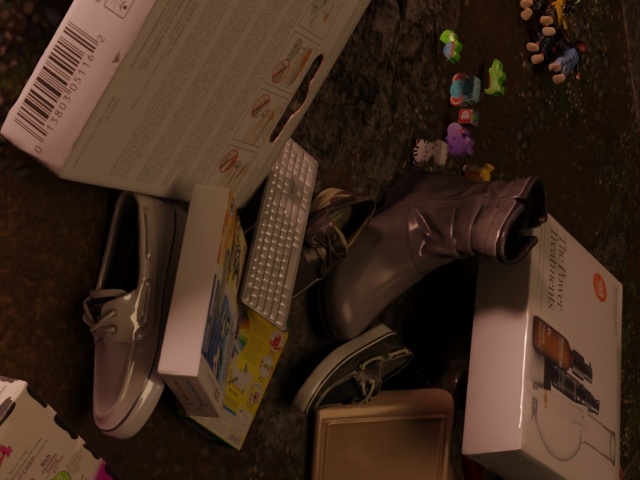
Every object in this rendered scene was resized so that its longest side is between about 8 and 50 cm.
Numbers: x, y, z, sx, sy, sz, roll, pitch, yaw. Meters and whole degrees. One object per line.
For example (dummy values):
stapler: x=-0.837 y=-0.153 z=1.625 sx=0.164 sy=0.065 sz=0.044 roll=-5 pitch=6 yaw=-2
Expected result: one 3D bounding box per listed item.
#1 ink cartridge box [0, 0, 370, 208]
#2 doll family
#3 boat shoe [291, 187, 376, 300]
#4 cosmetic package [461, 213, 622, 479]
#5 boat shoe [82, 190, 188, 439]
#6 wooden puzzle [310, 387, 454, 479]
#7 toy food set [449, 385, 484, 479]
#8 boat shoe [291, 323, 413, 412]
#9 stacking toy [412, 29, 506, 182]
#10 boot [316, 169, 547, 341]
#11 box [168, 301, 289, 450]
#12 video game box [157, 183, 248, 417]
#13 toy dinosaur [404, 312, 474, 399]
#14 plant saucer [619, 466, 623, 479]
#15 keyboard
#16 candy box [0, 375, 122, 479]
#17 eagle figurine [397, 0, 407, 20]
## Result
ink cartridge box: x=-0.114 y=-0.193 z=1.132 sx=0.308 sy=0.091 sz=0.385 roll=-58 pitch=160 yaw=9
doll family: x=0.405 y=-0.360 z=1.861 sx=0.111 sy=0.076 sz=0.193 roll=-48 pitch=134 yaw=-43
boat shoe: x=0.001 y=0.001 z=1.368 sx=0.223 sy=0.073 sz=0.080 roll=-50 pitch=125 yaw=-46
cosmetic package: x=0.331 y=0.173 z=1.567 sx=0.284 sy=0.097 sz=0.377 roll=37 pitch=51 yaw=-41
boat shoe: x=-0.207 y=0.072 z=1.128 sx=0.084 sy=0.095 sz=0.258 roll=27 pitch=63 yaw=-46
wooden puzzle: x=0.080 y=0.326 z=1.504 sx=0.221 sy=0.044 sz=0.238 roll=2 pitch=91 yaw=-28
toy food set: x=0.201 y=0.325 z=1.651 sx=0.232 sy=0.111 sz=0.104 roll=-41 pitch=137 yaw=-42
boat shoe: x=0.049 y=0.178 z=1.446 sx=0.219 sy=0.070 sz=0.078 roll=-29 pitch=152 yaw=-47
stacking toy: x=0.215 y=-0.192 z=1.657 sx=0.167 sy=0.052 sz=0.221 roll=19 pitch=77 yaw=-53
boot: x=0.156 y=0.010 z=1.460 sx=0.338 sy=0.223 sz=0.118 roll=-53 pitch=133 yaw=-34
box: x=-0.103 y=0.146 z=1.295 sx=0.105 sy=0.043 sz=0.179 roll=46 pitch=61 yaw=-43
video game box: x=-0.121 y=0.071 z=1.164 sx=0.187 sy=0.048 sz=0.205 roll=90 pitch=8 yaw=-69
toy dinosaur: x=0.224 y=0.157 z=1.645 sx=0.121 sy=0.160 sz=0.313 roll=61 pitch=39 yaw=-18
plant saucer: x=0.412 y=0.339 z=1.904 sx=0.258 sy=0.048 sz=0.259 roll=-16 pitch=81 yaw=-50
keyboard: x=-0.046 y=-0.016 z=1.301 sx=0.072 sy=0.014 sz=0.256 roll=35 pitch=48 yaw=-30
candy box: x=-0.285 y=0.261 z=1.053 sx=0.159 sy=0.071 sz=0.233 roll=-57 pitch=135 yaw=-30
eagle figurine: x=0.076 y=-0.410 z=1.347 sx=0.298 sy=0.226 sz=0.225 roll=-4 pitch=77 yaw=-47
